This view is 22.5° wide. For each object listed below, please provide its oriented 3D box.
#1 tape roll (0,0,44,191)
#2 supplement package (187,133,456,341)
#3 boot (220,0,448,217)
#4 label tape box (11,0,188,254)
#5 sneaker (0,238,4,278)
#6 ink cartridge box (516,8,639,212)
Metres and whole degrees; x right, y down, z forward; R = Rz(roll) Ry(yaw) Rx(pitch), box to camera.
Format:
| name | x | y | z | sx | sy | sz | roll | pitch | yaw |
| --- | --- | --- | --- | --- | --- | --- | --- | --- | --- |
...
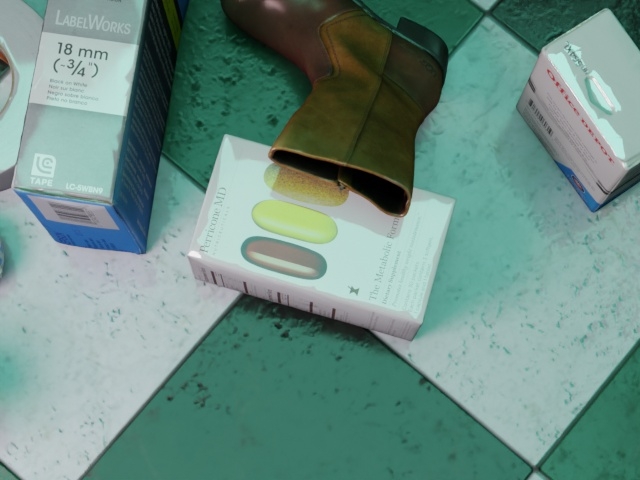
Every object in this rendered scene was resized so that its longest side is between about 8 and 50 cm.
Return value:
| name | x | y | z | sx | sy | sz | roll | pitch | yaw |
| --- | --- | --- | --- | --- | --- | --- | --- | --- | --- |
| tape roll | -0.377 | -0.159 | 1.708 | 0.219 | 0.072 | 0.219 | 0 | 78 | -2 |
| supplement package | 0.000 | 0.000 | 1.652 | 0.244 | 0.134 | 0.139 | 15 | 78 | 2 |
| boot | -0.010 | -0.152 | 1.635 | 0.264 | 0.096 | 0.280 | 28 | 40 | -5 |
| label tape box | -0.212 | -0.175 | 1.630 | 0.106 | 0.240 | 0.334 | 8 | 78 | 2 |
| sneaker | -0.447 | 0.017 | 1.662 | 0.237 | 0.085 | 0.086 | -1 | 40 | -14 |
| ink cartridge box | 0.285 | -0.128 | 1.648 | 0.086 | 0.203 | 0.148 | -33 | 81 | -7 |
